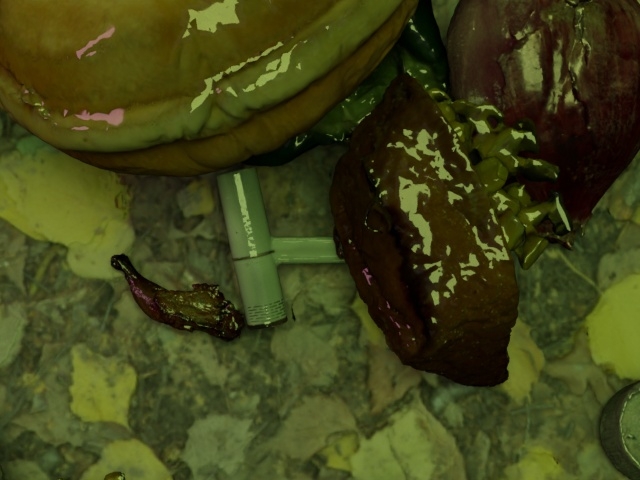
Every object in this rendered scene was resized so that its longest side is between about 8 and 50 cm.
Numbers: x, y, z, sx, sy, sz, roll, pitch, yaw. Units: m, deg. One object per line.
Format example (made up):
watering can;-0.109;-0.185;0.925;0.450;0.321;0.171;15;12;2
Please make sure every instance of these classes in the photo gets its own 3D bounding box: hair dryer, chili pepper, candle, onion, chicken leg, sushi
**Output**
hair dryer;0.000;-0.008;1.316;0.183;0.044;0.154;-14;96;-16
chili pepper;-0.005;-0.156;1.329;0.265;0.116;0.148;-24;95;-8
candle;0.372;0.196;1.284;0.168;0.068;0.192;-40;86;-11
onion;0.245;-0.131;1.305;0.227;0.120;0.283;-7;91;-23
chicken leg;-0.141;0.057;1.305;0.145;0.037;0.062;19;55;1
sushi;0.117;-0.007;1.251;0.179;0.167;0.296;-17;82;-24

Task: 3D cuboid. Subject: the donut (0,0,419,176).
donut;-0.111;-0.234;1.214;0.449;0.198;0.448;-15;42;14

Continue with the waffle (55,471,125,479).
waffle;-0.228;0.317;1.229;0.197;0.070;0.193;-29;81;-6

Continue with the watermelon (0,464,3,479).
watermelon;-0.400;0.209;1.179;0.257;0.140;0.192;16;104;5
